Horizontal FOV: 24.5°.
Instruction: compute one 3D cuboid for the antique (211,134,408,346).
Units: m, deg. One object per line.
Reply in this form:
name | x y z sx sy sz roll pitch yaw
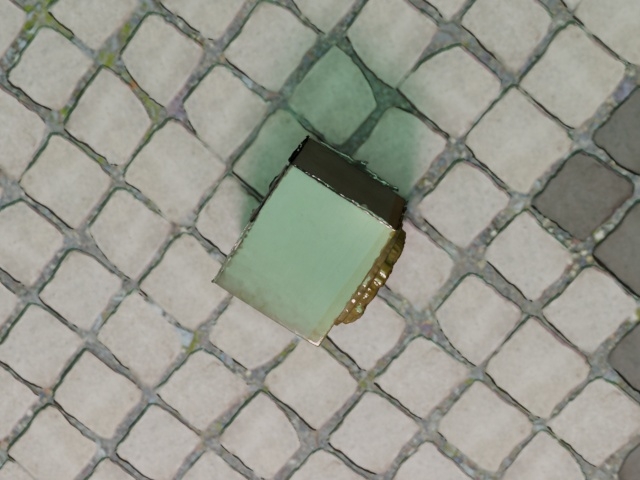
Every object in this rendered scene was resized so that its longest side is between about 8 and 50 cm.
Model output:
antique | 0.000 0.000 1.439 0.148 0.147 0.152 33 107 -1
